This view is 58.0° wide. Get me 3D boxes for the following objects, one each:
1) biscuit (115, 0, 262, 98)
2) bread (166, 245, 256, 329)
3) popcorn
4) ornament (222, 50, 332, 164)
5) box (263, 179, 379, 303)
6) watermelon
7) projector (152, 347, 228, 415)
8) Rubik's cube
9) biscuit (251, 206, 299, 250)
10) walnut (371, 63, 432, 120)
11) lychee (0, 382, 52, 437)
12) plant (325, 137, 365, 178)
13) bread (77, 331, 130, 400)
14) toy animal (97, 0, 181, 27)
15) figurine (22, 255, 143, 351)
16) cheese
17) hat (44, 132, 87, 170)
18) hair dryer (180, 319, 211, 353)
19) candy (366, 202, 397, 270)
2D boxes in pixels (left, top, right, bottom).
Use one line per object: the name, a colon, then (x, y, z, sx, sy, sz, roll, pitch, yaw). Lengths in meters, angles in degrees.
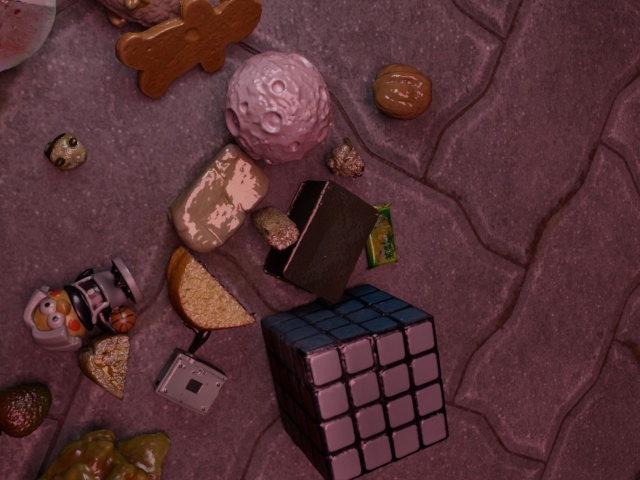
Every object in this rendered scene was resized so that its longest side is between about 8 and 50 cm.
biscuit: (-0.282, -0.455, 1.289, 0.339, 0.216, 0.047, -36, 69, -8)
bread: (-0.280, 0.145, 1.379, 0.134, 0.129, 0.260, -48, 110, -12)
popcorn: (-0.466, 0.585, 1.279, 0.321, 0.290, 0.326, -42, 92, -11)
ornament: (-0.105, -0.302, 1.335, 0.225, 0.259, 0.260, -22, 105, -29)
box: (-0.001, 0.000, 1.481, 0.184, 0.143, 0.274, 28, 84, -24)
watermelon: (-0.688, -0.465, 1.131, 0.321, 0.188, 0.175, 22, 43, -18)
projector: (-0.320, 0.351, 1.430, 0.147, 0.061, 0.115, 35, 81, -24)
Rubik's cube: (0.078, 0.339, 1.452, 0.337, 0.344, 0.344, -16, 104, -22)
biscuit: (-0.113, -0.030, 1.413, 0.082, 0.168, 0.071, -27, 117, -13)
walnut: (0.216, -0.392, 1.530, 0.166, 0.149, 0.167, 5, 64, -10)
lychee: (-0.656, 0.372, 1.254, 0.146, 0.114, 0.114, -41, 111, -29)
plant: (0.075, -0.222, 1.511, 0.104, 0.116, 0.122, 34, 62, -37)
bread: (-0.496, 0.283, 1.319, 0.110, 0.103, 0.157, 5, 88, -29)
toy animal: (-0.400, -0.592, 1.199, 0.358, 0.188, 0.227, 42, 76, -30)
figurine: (-0.518, 0.152, 1.266, 0.236, 0.133, 0.176, -29, 73, -23)
cheese: (-0.246, -0.095, 1.388, 0.159, 0.093, 0.263, 43, 81, -19)
hat: (-0.552, -0.192, 1.258, 0.077, 0.059, 0.076, -42, 116, -18)
hair dryer: (-0.322, 0.232, 1.437, 0.083, 0.031, 0.079, 38, 89, -9)
candy: (0.163, -0.010, 1.612, 0.102, 0.032, 0.179, -15, 102, -22)
